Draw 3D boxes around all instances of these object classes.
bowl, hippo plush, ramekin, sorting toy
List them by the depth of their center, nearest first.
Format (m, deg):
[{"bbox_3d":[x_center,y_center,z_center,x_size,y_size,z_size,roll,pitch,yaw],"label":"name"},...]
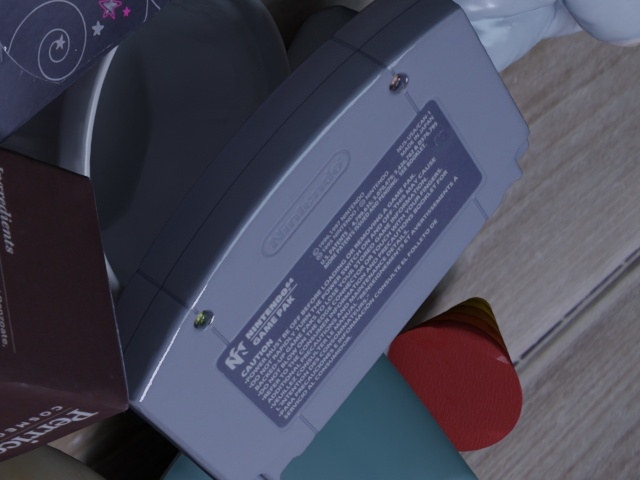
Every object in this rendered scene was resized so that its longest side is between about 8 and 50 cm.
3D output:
[{"bbox_3d":[-0.115,-0.061,1.089,0.207,0.109,0.207,-20,114,-55],"label":"ramekin"},{"bbox_3d":[0.102,-0.132,1.247,0.234,0.294,0.236,28,93,-23],"label":"hippo plush"},{"bbox_3d":[0.006,0.234,1.314,0.311,0.163,0.311,-43,153,-29],"label":"bowl"},{"bbox_3d":[0.108,0.188,1.560,0.126,0.127,0.365,-62,161,-53],"label":"sorting toy"}]

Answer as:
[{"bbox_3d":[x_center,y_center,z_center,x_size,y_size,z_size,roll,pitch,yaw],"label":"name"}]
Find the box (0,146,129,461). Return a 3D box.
[{"bbox_3d":[-0.281,0.022,0.818,0.381,0.191,0.143,17,55,-55],"label":"box"}]

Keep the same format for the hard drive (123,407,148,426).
[{"bbox_3d":[-0.082,0.056,1.235,0.094,0.022,0.135,-23,139,-40],"label":"hard drive"}]

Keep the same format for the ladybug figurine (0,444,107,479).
[{"bbox_3d":[-0.178,0.331,1.036,0.305,0.162,0.449,-9,74,-27],"label":"ladybug figurine"}]

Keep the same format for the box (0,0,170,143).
[{"bbox_3d":[-0.191,-0.196,0.908,0.163,0.142,0.247,-45,139,-32],"label":"box"}]

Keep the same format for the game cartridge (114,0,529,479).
[{"bbox_3d":[0.000,0.000,1.081,0.294,0.060,0.196,-51,148,-9],"label":"game cartridge"}]

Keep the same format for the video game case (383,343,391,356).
[{"bbox_3d":[-0.007,0.087,1.340,0.204,0.025,0.285,-31,145,-45],"label":"video game case"}]
